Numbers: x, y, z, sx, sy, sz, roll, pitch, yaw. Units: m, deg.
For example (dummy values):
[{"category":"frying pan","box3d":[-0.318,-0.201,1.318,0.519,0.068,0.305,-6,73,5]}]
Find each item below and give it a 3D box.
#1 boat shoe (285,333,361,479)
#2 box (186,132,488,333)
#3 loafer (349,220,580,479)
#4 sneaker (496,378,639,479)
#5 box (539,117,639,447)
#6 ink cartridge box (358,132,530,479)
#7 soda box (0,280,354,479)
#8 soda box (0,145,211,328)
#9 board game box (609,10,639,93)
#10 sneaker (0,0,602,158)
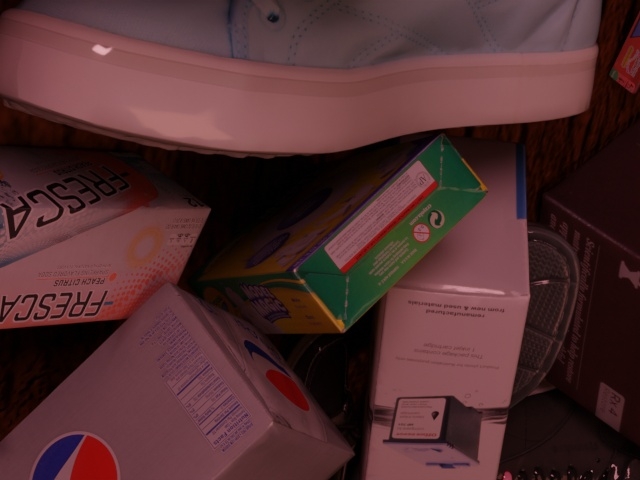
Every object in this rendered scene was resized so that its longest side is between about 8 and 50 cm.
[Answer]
[{"category":"boat shoe","box3d":[0.002,0.116,1.029,0.056,0.049,0.152,-28,140,-35]},{"category":"box","box3d":[0.000,0.000,0.839,0.105,0.043,0.179,-43,-169,-20]},{"category":"loafer","box3d":[0.084,0.094,1.110,0.267,0.096,0.084,-63,-174,19]},{"category":"sneaker","box3d":[0.188,0.186,1.267,0.295,0.147,0.105,-18,136,-44]},{"category":"box","box3d":[0.329,-0.034,1.254,0.381,0.143,0.191,-37,147,-30]},{"category":"ink cartridge box","box3d":[0.068,0.055,0.950,0.140,0.082,0.191,-83,176,-50]},{"category":"soda box","box3d":[-0.126,0.155,0.787,0.286,0.091,0.098,-43,153,7]},{"category":"soda box","box3d":[-0.132,-0.002,0.711,0.183,0.058,0.063,-2,123,-55]},{"category":"board game box","box3d":[0.287,-0.227,1.066,0.145,0.027,0.281,-24,147,-39]},{"category":"sneaker","box3d":[0.002,-0.125,0.736,0.366,0.135,0.150,-13,111,-51]}]
